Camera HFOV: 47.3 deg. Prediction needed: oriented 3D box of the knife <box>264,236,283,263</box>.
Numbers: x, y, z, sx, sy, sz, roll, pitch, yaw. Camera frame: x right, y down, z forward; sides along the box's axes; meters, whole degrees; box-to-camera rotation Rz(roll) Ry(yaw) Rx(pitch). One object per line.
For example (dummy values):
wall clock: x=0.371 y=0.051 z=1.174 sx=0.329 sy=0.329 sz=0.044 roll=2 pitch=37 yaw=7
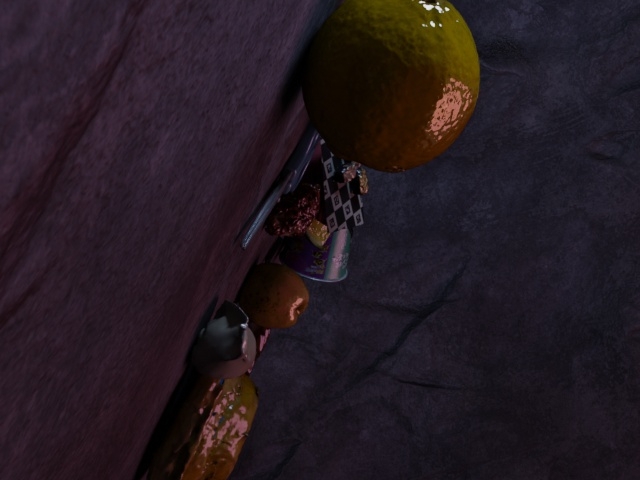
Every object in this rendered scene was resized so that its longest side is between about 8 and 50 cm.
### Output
knife: x=-0.168 y=0.087 z=2.055 sx=0.245 sy=0.019 sz=0.072 roll=-60 pitch=180 yaw=-37

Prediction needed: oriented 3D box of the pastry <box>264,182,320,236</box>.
pastry: x=-0.058 y=-0.070 z=1.711 sx=0.208 sy=0.097 sz=0.115 roll=-57 pitch=163 yaw=-67

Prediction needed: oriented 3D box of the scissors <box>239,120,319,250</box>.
scissors: x=-0.080 y=-0.106 z=1.479 sx=0.447 sy=0.029 sz=0.192 roll=-63 pitch=178 yaw=-53

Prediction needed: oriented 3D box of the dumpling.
dumpling: x=-0.193 y=0.195 z=1.443 sx=0.111 sy=0.181 sz=0.155 roll=34 pitch=51 yaw=-54

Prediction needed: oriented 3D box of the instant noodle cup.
instant noodle cup: x=0.000 y=0.000 z=2.474 sx=0.251 sy=0.251 sz=0.190 roll=-61 pitch=168 yaw=-68

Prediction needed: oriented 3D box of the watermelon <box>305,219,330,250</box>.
watermelon: x=0.004 y=-0.127 z=2.155 sx=0.123 sy=0.129 sz=0.301 roll=92 pitch=16 yaw=-88

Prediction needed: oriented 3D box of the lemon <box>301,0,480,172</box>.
lemon: x=0.108 y=-0.244 z=1.119 sx=0.293 sy=0.293 sz=0.293 roll=26 pitch=90 yaw=-89

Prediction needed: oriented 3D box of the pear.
pear: x=-0.116 y=0.142 z=1.857 sx=0.178 sy=0.178 sz=0.178 roll=26 pitch=90 yaw=-89

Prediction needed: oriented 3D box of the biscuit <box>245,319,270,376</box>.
biscuit: x=-0.250 y=0.366 z=1.966 sx=0.268 sy=0.115 sz=0.366 roll=95 pitch=20 yaw=-90

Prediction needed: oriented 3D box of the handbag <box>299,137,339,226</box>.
handbag: x=0.012 y=-0.155 z=1.927 sx=0.146 sy=0.135 sz=0.225 roll=104 pitch=13 yaw=-53

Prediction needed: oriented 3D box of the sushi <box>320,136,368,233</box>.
sushi: x=0.073 y=-0.166 z=1.832 sx=0.193 sy=0.043 sz=0.279 roll=-16 pitch=104 yaw=-57

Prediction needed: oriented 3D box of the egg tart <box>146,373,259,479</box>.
egg tart: x=-0.247 y=0.411 z=1.630 sx=0.387 sy=0.169 sz=0.388 roll=-63 pitch=-177 yaw=7
